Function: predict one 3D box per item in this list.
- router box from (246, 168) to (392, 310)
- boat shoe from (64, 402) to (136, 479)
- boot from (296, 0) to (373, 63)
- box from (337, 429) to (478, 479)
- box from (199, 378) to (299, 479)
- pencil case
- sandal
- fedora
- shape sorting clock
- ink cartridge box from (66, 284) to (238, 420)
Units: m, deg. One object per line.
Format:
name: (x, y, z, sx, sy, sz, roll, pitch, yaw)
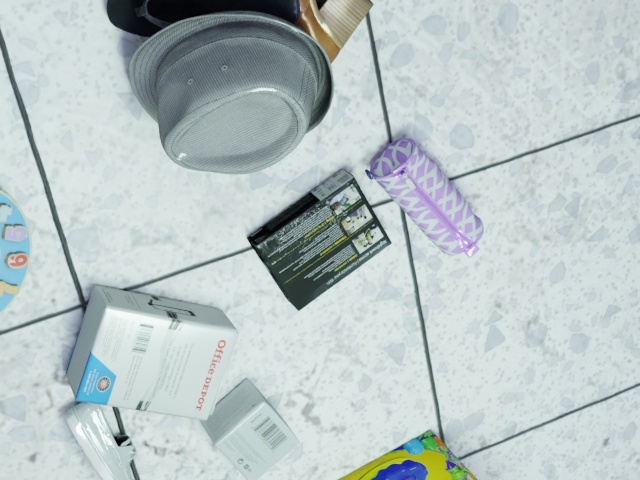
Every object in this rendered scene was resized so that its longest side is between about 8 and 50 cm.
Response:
router box: (0.000, 0.000, 1.759, 0.179, 0.046, 0.133, -35, 119, -7)
boat shoe: (-0.305, 0.307, 1.744, 0.063, 0.066, 0.184, -32, 108, -8)
boot: (-0.096, -0.318, 1.580, 0.283, 0.109, 0.220, 38, 103, -27)
box: (0.134, 0.492, 1.868, 0.289, 0.279, 0.177, -27, 118, -12)
box: (-0.108, 0.287, 1.799, 0.102, 0.087, 0.101, -40, 119, -4)
pencil case: (0.161, -0.064, 1.779, 0.086, 0.088, 0.206, -46, 120, 1)
sandal: (-0.155, -0.304, 1.514, 0.254, 0.054, 0.097, 2, 112, 11)
fedora: (-0.116, -0.167, 1.524, 0.275, 0.124, 0.244, -13, 137, 17)
shape sorting clock: (-0.464, 0.026, 1.547, 0.206, 0.040, 0.206, -17, 116, -38)
ink cartridge box: (-0.239, 0.161, 1.697, 0.203, 0.086, 0.148, 14, 104, -27)
